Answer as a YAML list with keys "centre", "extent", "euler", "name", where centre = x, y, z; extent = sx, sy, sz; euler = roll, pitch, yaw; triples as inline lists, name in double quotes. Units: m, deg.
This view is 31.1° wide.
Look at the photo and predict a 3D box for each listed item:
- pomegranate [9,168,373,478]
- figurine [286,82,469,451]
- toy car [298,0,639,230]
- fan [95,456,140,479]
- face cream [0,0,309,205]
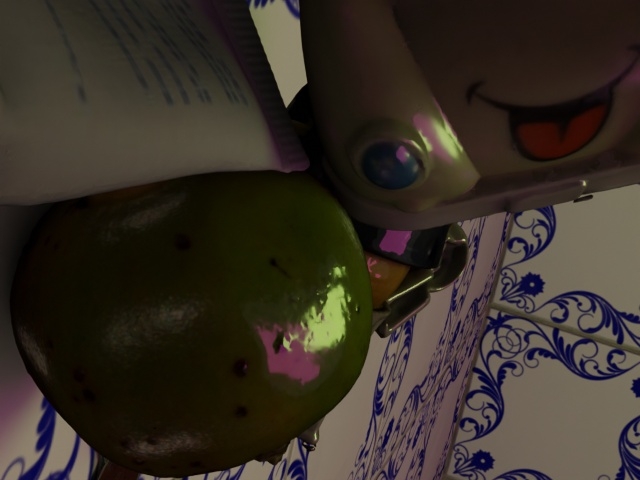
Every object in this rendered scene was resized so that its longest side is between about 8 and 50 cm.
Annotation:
- centre: [-0.077, 0.021, 0.608]
  extent: [0.198, 0.198, 0.246]
  euler: [-66, 154, -24]
  name: "pomegranate"
- centre: [0.004, 0.002, 0.815]
  extent: [0.308, 0.143, 0.309]
  euler: [-38, 149, -28]
  name: "figurine"
- centre: [0.089, -0.201, 0.622]
  extent: [0.226, 0.242, 0.336]
  euler: [88, -10, -69]
  name: "toy car"
- centre: [-0.152, 0.164, 0.835]
  extent: [0.133, 0.005, 0.085]
  euler: [86, 27, -55]
  name: "fan"
- centre: [-0.107, -0.122, 0.401]
  extent: [0.235, 0.137, 0.420]
  euler: [69, 20, -1]
  name: "face cream"
